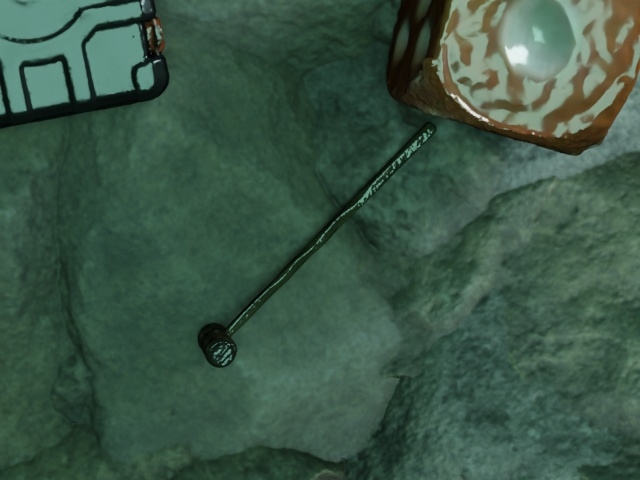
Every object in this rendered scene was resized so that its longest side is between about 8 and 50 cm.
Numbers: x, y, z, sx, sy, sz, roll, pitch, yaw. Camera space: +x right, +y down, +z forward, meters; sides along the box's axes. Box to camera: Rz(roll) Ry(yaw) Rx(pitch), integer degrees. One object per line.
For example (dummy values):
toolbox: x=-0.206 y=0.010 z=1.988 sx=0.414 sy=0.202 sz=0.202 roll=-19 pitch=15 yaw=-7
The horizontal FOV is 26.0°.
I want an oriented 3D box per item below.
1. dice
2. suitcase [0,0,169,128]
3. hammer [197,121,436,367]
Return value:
dice: x=0.163 y=-0.174 z=1.159 sx=0.174 sy=0.179 sz=0.175 roll=15 pitch=95 yaw=-10
suitcase: x=-0.247 y=-0.241 z=1.141 sx=0.206 sy=0.066 sz=0.285 roll=-11 pitch=103 yaw=-5
hammer: x=0.000 y=0.000 z=1.240 sx=0.292 sy=0.058 sz=0.029 roll=-45 pitch=109 yaw=-2
